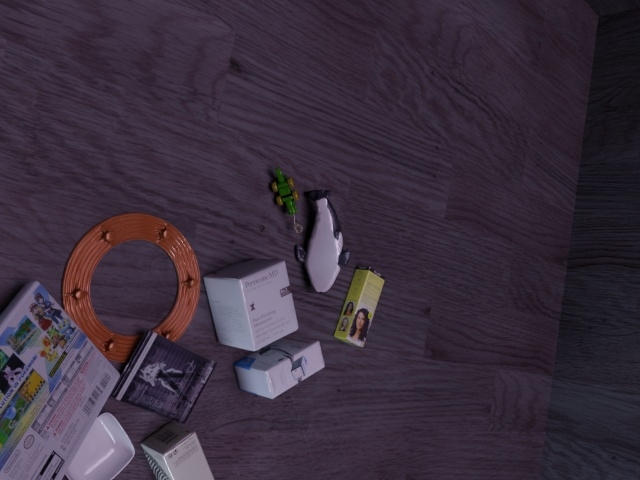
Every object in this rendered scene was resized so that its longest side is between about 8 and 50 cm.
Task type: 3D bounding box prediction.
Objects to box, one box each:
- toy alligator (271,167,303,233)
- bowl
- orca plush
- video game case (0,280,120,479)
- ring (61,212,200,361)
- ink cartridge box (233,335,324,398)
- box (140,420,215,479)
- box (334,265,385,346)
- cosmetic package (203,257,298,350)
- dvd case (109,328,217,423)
[{"bbox_3d":[-0.086,-0.112,1.714,0.051,0.056,0.189,-83,156,-68],"label":"toy alligator"},{"bbox_3d":[-0.485,0.449,1.350,0.142,0.053,0.142,-41,118,-36],"label":"bowl"},{"bbox_3d":[0.000,0.000,1.800,0.151,0.102,0.287,-15,93,3],"label":"orca plush"},{"bbox_3d":[-0.543,0.294,1.197,0.300,0.036,0.329,64,31,-34],"label":"video game case"},{"bbox_3d":[-0.409,0.106,1.423,0.336,0.032,0.336,-3,95,-45],"label":"ring"},{"bbox_3d":[-0.106,0.325,1.650,0.191,0.140,0.082,-25,107,-41],"label":"ink cartridge box"},{"bbox_3d":[-0.312,0.570,1.484,0.094,0.113,0.275,-31,111,-38],"label":"box"},{"bbox_3d":[0.121,0.198,1.920,0.087,0.058,0.232,32,70,-40],"label":"box"},{"bbox_3d":[-0.171,0.153,1.570,0.151,0.151,0.183,-23,107,-42],"label":"cosmetic package"},{"bbox_3d":[-0.357,0.319,1.469,0.221,0.018,0.164,39,74,-43],"label":"dvd case"}]
